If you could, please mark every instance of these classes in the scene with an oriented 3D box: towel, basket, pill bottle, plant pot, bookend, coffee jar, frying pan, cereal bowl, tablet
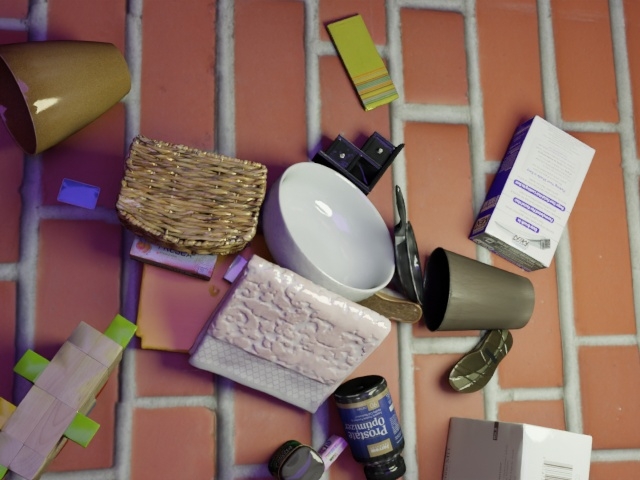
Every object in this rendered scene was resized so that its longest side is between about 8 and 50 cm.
[{"bbox_3d":[0.105,-0.443,1.944,0.102,0.021,0.237,-23,85,-21],"label":"towel"},{"bbox_3d":[0.373,0.132,1.838,0.227,0.154,0.204,11,65,-14],"label":"basket"},{"bbox_3d":[-0.284,-0.074,1.688,0.299,0.223,0.213,12,79,-12],"label":"basket"},{"bbox_3d":[0.116,0.419,1.732,0.123,0.123,0.219,-20,98,-15],"label":"pill bottle"},{"bbox_3d":[-0.549,-0.335,1.685,0.254,0.237,0.237,-27,87,-29],"label":"plant pot"},{"bbox_3d":[0.091,-0.210,1.871,0.156,0.072,0.157,39,74,-4],"label":"bookend"},{"bbox_3d":[-0.052,0.479,1.660,0.079,0.184,0.096,45,74,-2],"label":"coffee jar"},{"bbox_3d":[0.190,0.030,1.745,0.053,0.326,0.197,-10,67,14],"label":"frying pan"},{"bbox_3d":[-0.072,0.210,1.645,0.332,0.317,0.053,26,31,-17],"label":"towel"},{"bbox_3d":[0.000,0.000,1.736,0.339,0.141,0.338,27,41,-27],"label":"cereal bowl"},{"bbox_3d":[-0.539,-0.104,1.744,0.083,0.006,0.054,15,77,-11],"label":"tablet"}]

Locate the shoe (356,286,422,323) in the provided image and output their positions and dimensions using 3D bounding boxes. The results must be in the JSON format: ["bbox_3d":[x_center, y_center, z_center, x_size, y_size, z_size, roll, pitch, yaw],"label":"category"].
[{"bbox_3d":[0.130,0.141,1.833,0.219,0.058,0.076,18,108,-5],"label":"shoe"}]

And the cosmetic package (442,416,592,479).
[{"bbox_3d":[0.401,0.495,1.658,0.156,0.385,0.217,13,75,-12],"label":"cosmetic package"}]

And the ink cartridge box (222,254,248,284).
[{"bbox_3d":[-0.153,0.088,1.737,0.115,0.029,0.062,33,75,-6],"label":"ink cartridge box"}]

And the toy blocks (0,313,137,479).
[{"bbox_3d":[-0.519,0.327,1.557,0.191,0.261,0.381,33,68,-3],"label":"toy blocks"}]

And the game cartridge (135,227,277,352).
[{"bbox_3d":[-0.240,0.116,1.756,0.324,0.053,0.285,7,79,-9],"label":"game cartridge"}]

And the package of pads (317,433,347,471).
[{"bbox_3d":[0.019,0.474,1.747,0.032,0.050,0.083,45,74,-8],"label":"package of pads"}]

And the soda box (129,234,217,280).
[{"bbox_3d":[-0.318,0.034,1.696,0.183,0.063,0.058,17,75,-8],"label":"soda box"}]

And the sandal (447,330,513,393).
[{"bbox_3d":[0.376,0.284,1.862,0.090,0.060,0.219,50,60,-7],"label":"sandal"}]

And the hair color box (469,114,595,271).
[{"bbox_3d":[0.525,-0.114,1.936,0.185,0.110,0.338,29,74,-8],"label":"hair color box"}]
